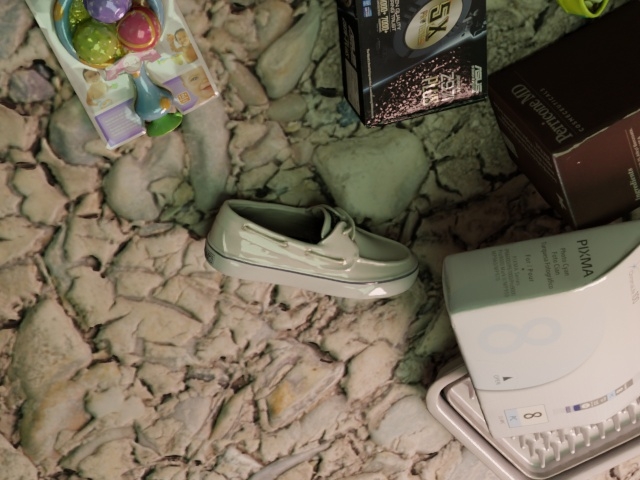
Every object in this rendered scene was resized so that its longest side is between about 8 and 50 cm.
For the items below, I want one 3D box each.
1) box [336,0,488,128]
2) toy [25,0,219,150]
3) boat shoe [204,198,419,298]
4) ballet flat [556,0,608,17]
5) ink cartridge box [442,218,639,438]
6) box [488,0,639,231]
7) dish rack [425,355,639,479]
[{"bbox_3d":[0.099,-0.228,1.403,0.147,0.077,0.180,-14,126,-12],"label":"box"},{"bbox_3d":[-0.202,-0.204,1.319,0.136,0.056,0.237,-27,128,-3],"label":"toy"},{"bbox_3d":[0.000,0.000,1.518,0.267,0.096,0.088,10,124,-17],"label":"boat shoe"},{"bbox_3d":[0.330,-0.346,1.411,0.077,0.077,0.231,10,118,-28],"label":"ballet flat"},{"bbox_3d":[0.357,0.102,1.509,0.384,0.091,0.308,-10,142,12],"label":"ink cartridge box"},{"bbox_3d":[0.403,-0.183,1.482,0.381,0.191,0.143,-30,128,-1],"label":"box"},{"bbox_3d":[0.335,0.191,1.725,0.332,0.072,0.285,-33,121,24],"label":"dish rack"}]
